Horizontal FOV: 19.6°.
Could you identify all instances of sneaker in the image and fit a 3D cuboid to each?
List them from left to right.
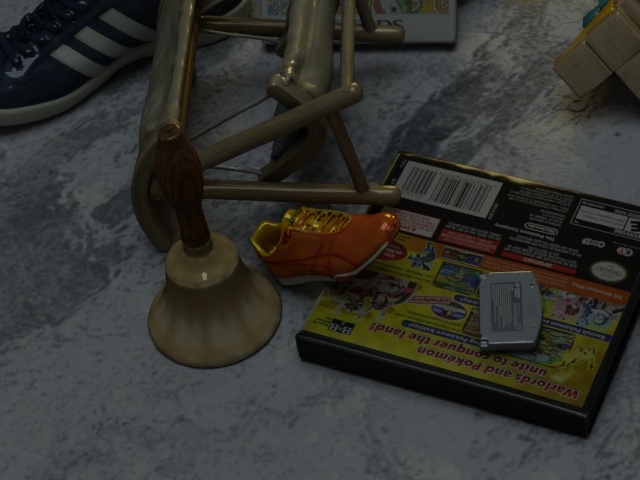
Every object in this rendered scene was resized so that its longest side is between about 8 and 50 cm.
[{"bbox_3d":[-0.244,-0.245,1.927,0.350,0.148,0.131,-27,49,-15],"label":"sneaker"},{"bbox_3d":[0.000,0.000,1.667,0.175,0.067,0.064,-14,34,45],"label":"sneaker"}]

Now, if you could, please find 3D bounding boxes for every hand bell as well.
[{"bbox_3d":[-0.113,-0.012,1.627,0.126,0.242,0.126,-5,47,5],"label":"hand bell"}]

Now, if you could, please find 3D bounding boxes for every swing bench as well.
[{"bbox_3d":[-0.061,-0.151,1.779,0.255,0.165,0.253,-10,47,13],"label":"swing bench"}]

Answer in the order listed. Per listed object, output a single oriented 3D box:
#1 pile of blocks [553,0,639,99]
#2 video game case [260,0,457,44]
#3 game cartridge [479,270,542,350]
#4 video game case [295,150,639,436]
[{"bbox_3d":[0.374,-0.249,1.881,0.112,0.149,0.362,47,72,-9],"label":"pile of blocks"},{"bbox_3d":[0.039,-0.317,1.924,0.206,0.227,0.026,1,7,10],"label":"video game case"},{"bbox_3d":[0.167,0.062,1.622,0.056,0.017,0.083,-4,47,9],"label":"game cartridge"},{"bbox_3d":[0.151,0.040,1.679,0.275,0.035,0.248,14,51,20],"label":"video game case"}]
